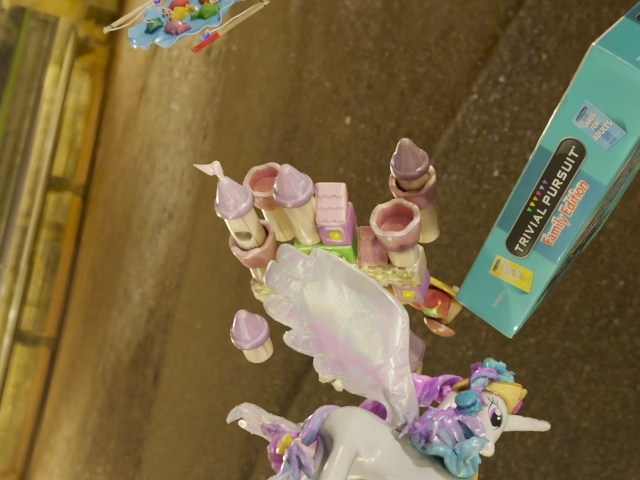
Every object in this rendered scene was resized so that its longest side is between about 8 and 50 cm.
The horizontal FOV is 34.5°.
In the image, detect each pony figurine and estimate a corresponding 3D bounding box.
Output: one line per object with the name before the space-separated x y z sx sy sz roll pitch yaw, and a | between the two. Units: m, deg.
pony figurine | 0.045 0.215 1.078 0.363 0.351 0.302 -53 -20 -51

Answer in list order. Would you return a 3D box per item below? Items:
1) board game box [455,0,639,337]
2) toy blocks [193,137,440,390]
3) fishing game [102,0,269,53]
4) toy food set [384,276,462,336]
board game box | 0.282 -0.091 1.053 0.254 0.079 0.336 -40 -21 -43
toy blocks | 0.000 0.000 1.356 0.260 0.289 0.309 70 -153 -48
fishing game | -0.194 -0.333 1.477 0.264 0.189 0.041 26 147 50
toy food set | 0.161 0.095 1.573 0.218 0.128 0.071 23 84 50
